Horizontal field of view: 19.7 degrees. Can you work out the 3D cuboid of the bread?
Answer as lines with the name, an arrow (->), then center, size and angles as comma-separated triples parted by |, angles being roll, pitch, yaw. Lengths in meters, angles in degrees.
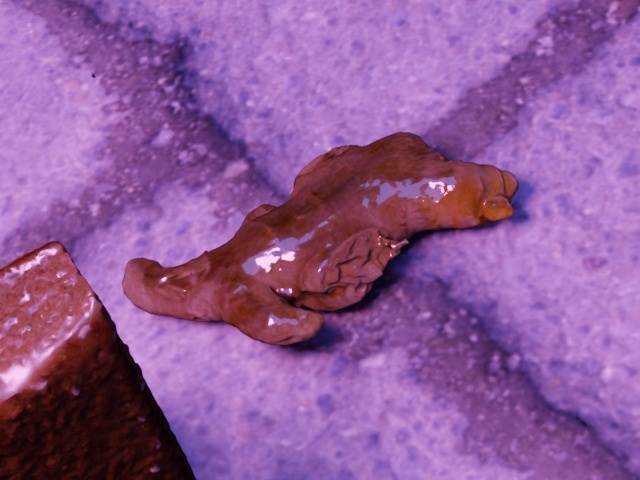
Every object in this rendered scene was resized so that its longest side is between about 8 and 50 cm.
bread -> -0.168, 0.172, 1.247 | 0.165, 0.416, 0.113 | -37, 56, -14

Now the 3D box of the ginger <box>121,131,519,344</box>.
ginger -> 0.002, -0.001, 1.536 | 0.333, 0.080, 0.166 | -25, 42, -8
